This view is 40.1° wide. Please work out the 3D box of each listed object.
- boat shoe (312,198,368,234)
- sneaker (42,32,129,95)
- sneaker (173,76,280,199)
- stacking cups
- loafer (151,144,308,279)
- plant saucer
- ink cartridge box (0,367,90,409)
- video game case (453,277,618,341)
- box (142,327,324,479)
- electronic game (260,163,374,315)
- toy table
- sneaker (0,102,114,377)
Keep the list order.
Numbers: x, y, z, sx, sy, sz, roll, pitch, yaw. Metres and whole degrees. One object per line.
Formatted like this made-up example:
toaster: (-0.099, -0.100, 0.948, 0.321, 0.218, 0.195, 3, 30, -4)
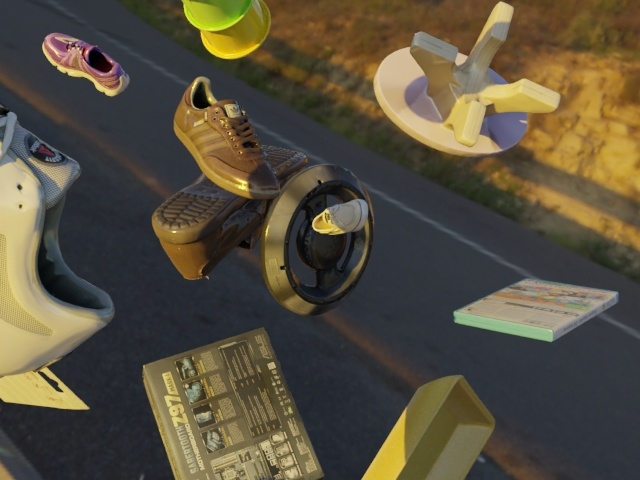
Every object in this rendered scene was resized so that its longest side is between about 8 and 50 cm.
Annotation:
boat shoe: (0.020, -0.026, 1.020, 0.035, 0.035, 0.100, 1, -8, -26)
sneaker: (-0.394, -0.312, 1.474, 0.169, 0.068, 0.071, 28, -24, 13)
sneaker: (-0.105, -0.115, 0.964, 0.066, 0.071, 0.188, -9, 38, -41)
stacking cups: (-0.146, -0.314, 0.971, 0.096, 0.096, 0.316, 25, -8, 20)
loafer: (-0.146, -0.053, 1.453, 0.133, 0.130, 0.366, 16, 34, 28)
plant saucer: (0.195, 0.432, 1.702, 0.081, 0.333, 0.333, 27, -14, 34)
ink cartridge box: (-0.425, 0.181, 1.250, 0.179, 0.045, 0.145, -3, -43, 29)
video game case: (0.243, 0.074, 0.980, 0.119, 0.015, 0.166, 8, 16, 40)
box: (-0.123, 0.254, 1.204, 0.183, 0.059, 0.233, -16, 66, -21)
electronic game: (0.000, 0.000, 1.309, 0.048, 0.229, 0.229, 14, 6, 44)
toy table: (0.238, -0.248, 1.433, 0.274, 0.252, 0.161, 10, -15, -12)
sneaker: (-0.244, -0.060, 0.588, 0.146, 0.331, 0.122, -20, 24, 3)
